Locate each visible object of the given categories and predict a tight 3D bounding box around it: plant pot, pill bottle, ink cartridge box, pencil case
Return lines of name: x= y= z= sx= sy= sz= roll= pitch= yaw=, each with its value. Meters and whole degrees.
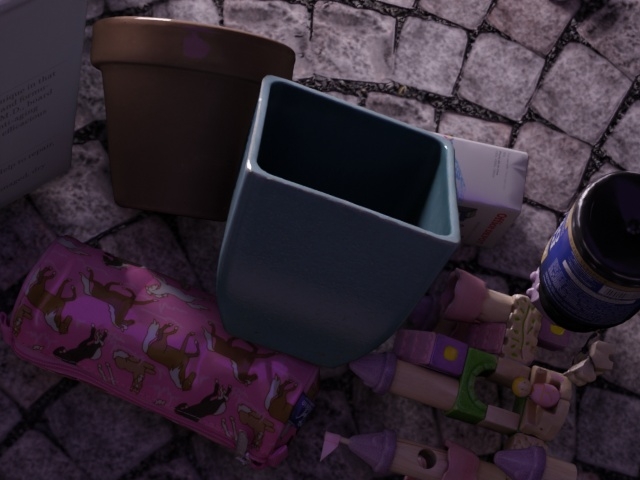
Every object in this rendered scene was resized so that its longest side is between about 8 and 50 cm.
plant pot: x=0.000 y=0.000 z=1.641 sx=0.247 sy=0.252 sz=0.248 roll=19 pitch=31 yaw=-8
pill bottle: x=0.299 y=0.022 z=1.466 sx=0.122 sy=0.219 sz=0.123 roll=2 pitch=69 yaw=-5
ink cartridge box: x=0.148 y=-0.071 z=1.820 sx=0.212 sy=0.154 sz=0.093 roll=10 pitch=71 yaw=-6
pencil case: x=-0.190 y=0.135 z=1.702 sx=0.386 sy=0.167 sz=0.160 roll=25 pitch=107 yaw=0
plant pot: x=-0.174 y=-0.146 z=1.768 sx=0.263 sy=0.263 sz=0.229 roll=8 pitch=90 yaw=-6

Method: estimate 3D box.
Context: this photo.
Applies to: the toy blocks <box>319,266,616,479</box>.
toy blocks: x=0.161 y=0.162 z=1.663 sx=0.260 sy=0.309 sz=0.289 roll=20 pitch=70 yaw=-9

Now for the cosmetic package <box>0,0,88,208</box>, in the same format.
cosmetic package: x=-0.497 y=-0.227 z=1.600 sx=0.327 sy=0.394 sz=0.329 roll=-33 pitch=71 yaw=-28
